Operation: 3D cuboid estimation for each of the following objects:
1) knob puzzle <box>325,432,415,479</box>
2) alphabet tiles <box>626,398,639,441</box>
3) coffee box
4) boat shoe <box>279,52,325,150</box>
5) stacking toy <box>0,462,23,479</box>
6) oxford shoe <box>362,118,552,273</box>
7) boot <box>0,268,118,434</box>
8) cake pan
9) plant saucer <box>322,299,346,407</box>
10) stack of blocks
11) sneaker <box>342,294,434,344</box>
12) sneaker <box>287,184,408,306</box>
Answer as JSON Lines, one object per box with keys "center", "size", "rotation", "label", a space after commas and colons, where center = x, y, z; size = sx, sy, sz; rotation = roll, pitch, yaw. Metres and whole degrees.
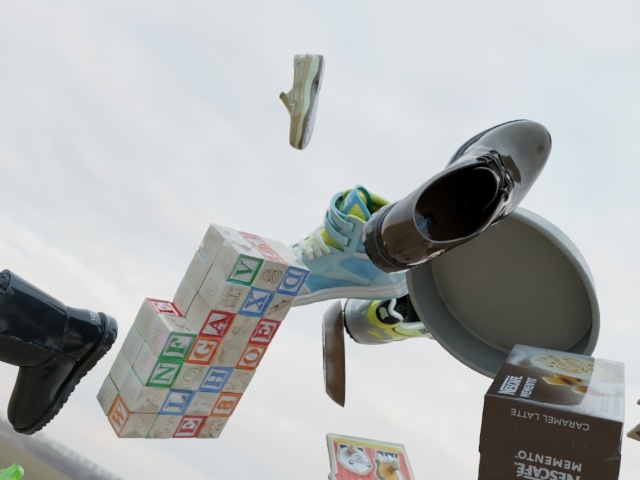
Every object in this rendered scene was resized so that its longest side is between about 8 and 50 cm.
{"center": [0.104, 0.434, 1.370], "size": [0.213, 0.213, 0.030], "rotation": [30, -58, -1], "label": "knob puzzle"}
{"center": [0.613, 0.272, 1.214], "size": [0.198, 0.009, 0.237], "rotation": [22, -50, -10], "label": "alphabet tiles"}
{"center": [0.271, 0.201, 0.868], "size": [0.141, 0.098, 0.246], "rotation": [7, 8, 22], "label": "coffee box"}
{"center": [-0.042, -0.259, 1.413], "size": [0.072, 0.190, 0.068], "rotation": [9, -17, 7], "label": "boat shoe"}
{"center": [-0.423, 0.273, 0.762], "size": [0.052, 0.221, 0.167], "rotation": [25, -36, 27], "label": "stacking toy"}
{"center": [0.148, -0.047, 0.682], "size": [0.083, 0.227, 0.096], "rotation": [54, -27, -4], "label": "oxford shoe"}
{"center": [-0.448, 0.164, 1.104], "size": [0.207, 0.246, 0.094], "rotation": [32, 18, -40], "label": "boot"}
{"center": [0.257, 0.071, 1.073], "size": [0.293, 0.054, 0.293], "rotation": [23, -49, 30], "label": "cake pan"}
{"center": [0.023, 0.207, 1.394], "size": [0.036, 0.199, 0.199], "rotation": [-1, -24, -1], "label": "plant saucer"}
{"center": [-0.162, 0.130, 1.045], "size": [0.171, 0.297, 0.087], "rotation": [16, 19, -44], "label": "stack of blocks"}
{"center": [0.237, 0.136, 1.510], "size": [0.147, 0.384, 0.145], "rotation": [-19, -97, 60], "label": "sneaker"}
{"center": [0.000, 0.000, 1.274], "size": [0.318, 0.127, 0.208], "rotation": [-5, -49, 1], "label": "sneaker"}
